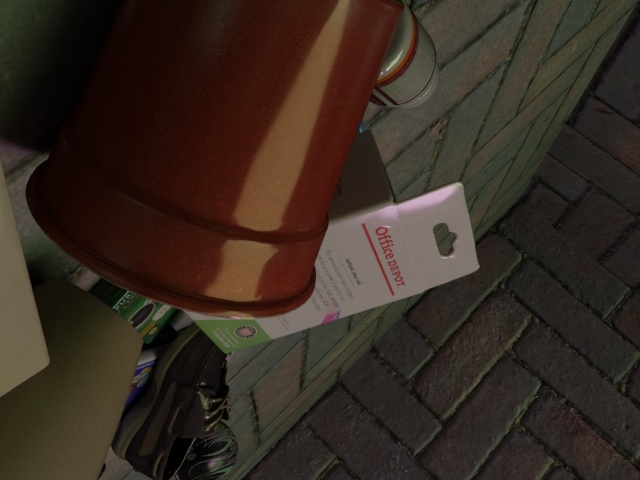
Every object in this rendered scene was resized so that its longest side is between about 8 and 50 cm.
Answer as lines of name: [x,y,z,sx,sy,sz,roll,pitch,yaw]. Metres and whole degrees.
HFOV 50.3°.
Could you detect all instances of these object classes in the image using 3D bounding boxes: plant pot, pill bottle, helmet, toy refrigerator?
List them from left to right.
toy refrigerator: [-0.299,0.022,0.537,0.094,0.102,0.269,-36,155,-35]
plant pot: [-0.318,0.184,0.714,0.274,0.256,0.256,-57,169,-26]
helmet: [-0.274,0.492,1.593,0.161,0.169,0.169,-23,155,-19]
plant pot: [-0.075,-0.120,0.580,0.272,0.272,0.265,-17,138,-59]
pill bottle: [0.085,-0.243,0.896,0.121,0.121,0.221,-52,163,13]

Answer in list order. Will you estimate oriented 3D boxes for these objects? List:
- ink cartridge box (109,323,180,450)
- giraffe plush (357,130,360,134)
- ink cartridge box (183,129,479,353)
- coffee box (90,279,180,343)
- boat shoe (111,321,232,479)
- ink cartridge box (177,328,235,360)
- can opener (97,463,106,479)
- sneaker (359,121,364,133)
ink cartridge box: [-0.377,0.272,1.014,0.307,0.072,0.303,-51,165,17]
giraffe plush: [-0.028,-0.096,0.918,0.170,0.181,0.210,-31,175,14]
ink cartridge box: [0.000,0.000,0.838,0.353,0.119,0.207,-18,143,7]
coffee box: [-0.247,0.081,0.944,0.113,0.040,0.184,-48,164,-4]
boat shoe: [-0.196,0.247,1.080,0.355,0.130,0.132,-55,165,25]
ink cartridge box: [-0.232,0.209,1.231,0.209,0.062,0.109,-19,148,-57]
can opener: [-0.477,0.482,1.277,0.059,0.073,0.186,36,93,-34]
sneaker: [-0.004,-0.126,1.067,0.078,0.067,0.188,-1,136,-40]
